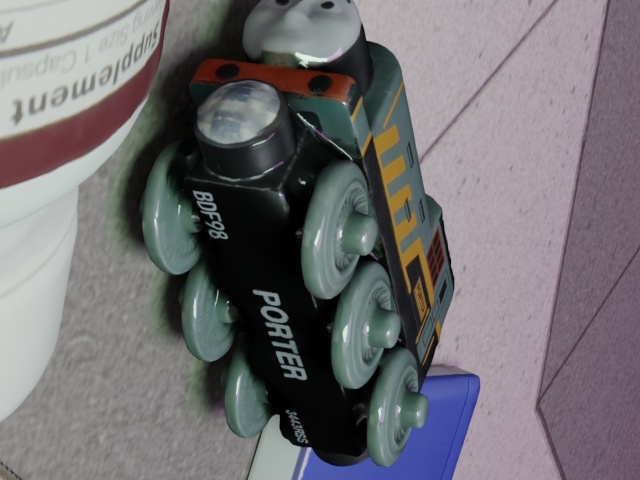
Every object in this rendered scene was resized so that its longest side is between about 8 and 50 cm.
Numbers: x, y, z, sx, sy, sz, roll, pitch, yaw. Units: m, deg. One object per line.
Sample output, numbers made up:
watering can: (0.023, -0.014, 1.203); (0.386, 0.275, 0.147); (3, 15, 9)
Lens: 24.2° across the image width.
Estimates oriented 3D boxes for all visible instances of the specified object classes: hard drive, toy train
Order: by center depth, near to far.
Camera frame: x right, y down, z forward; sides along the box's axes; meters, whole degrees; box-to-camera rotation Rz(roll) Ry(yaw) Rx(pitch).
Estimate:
toy train: (0.000, 0.000, 0.922); (0.334, 0.142, 0.190); (72, 33, -48)
hard drive: (0.029, 0.208, 1.203); (0.318, 0.040, 0.210); (6, 102, -63)

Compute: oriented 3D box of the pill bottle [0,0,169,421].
pill bottle: (-0.142, -0.136, 0.412); (0.224, 0.224, 0.392); (-34, 147, -50)
